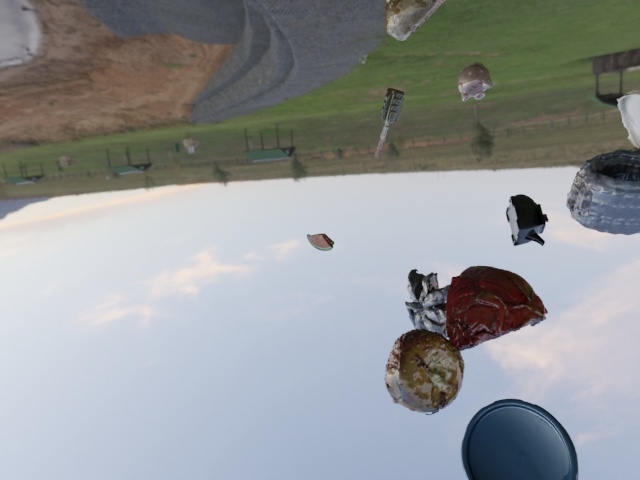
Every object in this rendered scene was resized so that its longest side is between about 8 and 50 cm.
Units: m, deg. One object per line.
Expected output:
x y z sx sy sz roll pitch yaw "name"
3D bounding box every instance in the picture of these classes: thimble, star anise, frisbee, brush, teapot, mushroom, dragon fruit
0.814 -0.136 1.157 0.236 0.172 0.205 -1 -143 5 "thimble"
0.423 0.273 1.627 0.139 0.359 0.316 -18 156 -25 "star anise"
0.508 0.561 1.097 0.289 0.049 0.289 -28 -138 29 "frisbee"
0.289 -0.501 1.836 0.071 0.301 0.084 -19 -138 -42 "brush"
0.587 -0.059 1.193 0.096 0.087 0.177 -5 -124 11 "teapot"
0.827 -0.325 0.978 0.173 0.162 0.236 -38 179 15 "mushroom"
0.542 0.257 1.371 0.330 0.240 0.302 -36 -153 -29 "dragon fruit"

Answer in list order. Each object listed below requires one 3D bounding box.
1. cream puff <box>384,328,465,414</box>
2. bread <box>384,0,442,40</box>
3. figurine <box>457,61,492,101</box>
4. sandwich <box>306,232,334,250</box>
0.293 0.376 1.229 0.240 0.240 0.164 -15 -179 -24 "cream puff"
0.264 -0.666 1.168 0.230 0.123 0.230 -46 -172 8 "bread"
0.593 -0.614 1.636 0.125 0.138 0.125 -5 156 -2 "figurine"
0.003 0.003 1.512 0.101 0.069 0.026 1 -148 32 "sandwich"
